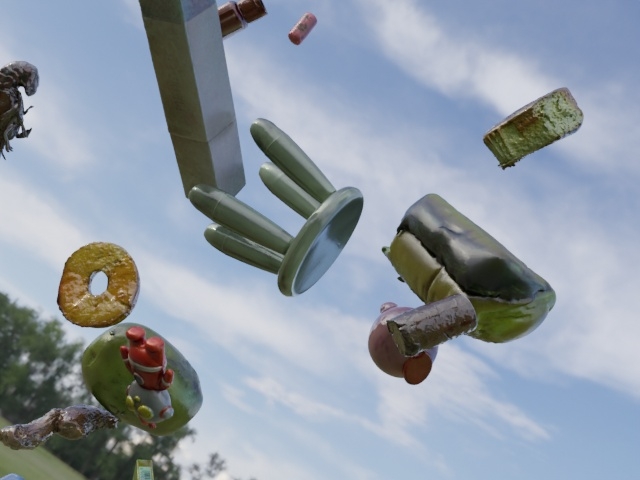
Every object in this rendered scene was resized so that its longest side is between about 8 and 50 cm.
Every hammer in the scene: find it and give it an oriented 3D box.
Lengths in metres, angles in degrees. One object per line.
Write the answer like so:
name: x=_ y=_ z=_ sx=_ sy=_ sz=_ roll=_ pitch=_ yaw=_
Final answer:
hammer: x=-0.043 y=-0.497 z=1.889 sx=0.043 sy=0.083 sz=0.043 roll=35 pitch=-10 yaw=7

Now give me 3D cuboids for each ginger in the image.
ginger: x=-0.593 y=0.426 z=1.817 sx=0.122 sy=0.084 sz=0.290 roll=27 pitch=17 yaw=35

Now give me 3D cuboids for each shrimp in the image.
shrimp: x=-0.432 y=-0.169 z=1.119 sx=0.065 sy=0.165 sz=0.056 roll=7 pitch=13 yaw=-20

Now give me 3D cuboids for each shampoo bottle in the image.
shampoo bottle: x=-0.250 y=-0.491 z=1.864 sx=0.064 sy=0.260 sz=0.102 roll=67 pitch=8 yaw=10

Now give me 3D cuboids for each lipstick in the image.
lipstick: x=-0.179 y=-0.220 z=1.153 sx=0.076 sy=0.079 sz=0.371 roll=16 pitch=-46 yaw=24

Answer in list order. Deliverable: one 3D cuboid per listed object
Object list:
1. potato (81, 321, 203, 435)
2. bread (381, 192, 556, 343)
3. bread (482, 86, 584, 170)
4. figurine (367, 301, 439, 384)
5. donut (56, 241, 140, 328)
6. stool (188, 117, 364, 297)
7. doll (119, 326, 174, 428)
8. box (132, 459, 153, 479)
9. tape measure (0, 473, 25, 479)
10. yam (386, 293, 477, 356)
potato: x=-0.408 y=0.319 z=1.857 sx=0.304 sy=0.215 sz=0.216 roll=40 pitch=-23 yaw=-30
bread: x=0.297 y=0.065 z=1.667 sx=0.251 sy=0.208 sz=0.376 roll=25 pitch=11 yaw=-37
bread: x=0.302 y=-0.159 z=1.148 sx=0.140 sy=0.128 sz=0.069 roll=-28 pitch=-87 yaw=21
figurine: x=0.188 y=0.232 z=1.855 sx=0.173 sy=0.173 sz=0.173 roll=28 pitch=-24 yaw=14
donut: x=-0.463 y=0.101 z=1.704 sx=0.174 sy=0.190 sz=0.074 roll=-14 pitch=-20 yaw=0
stool: x=-0.065 y=-0.041 z=1.232 sx=0.199 sy=0.195 sz=0.195 roll=33 pitch=-18 yaw=16
doll: x=-0.350 y=0.289 z=1.628 sx=0.142 sy=0.076 sz=0.244 roll=24 pitch=-57 yaw=30
box: x=-0.314 y=0.489 z=1.371 sx=0.030 sy=0.193 sz=0.121 roll=8 pitch=22 yaw=-17
tape measure: x=-0.520 y=0.516 z=1.334 sx=0.351 sy=0.098 sz=0.215 roll=-38 pitch=-102 yaw=46
yam: x=0.191 y=0.145 z=1.384 sx=0.079 sy=0.141 sz=0.079 roll=57 pitch=-22 yaw=37
